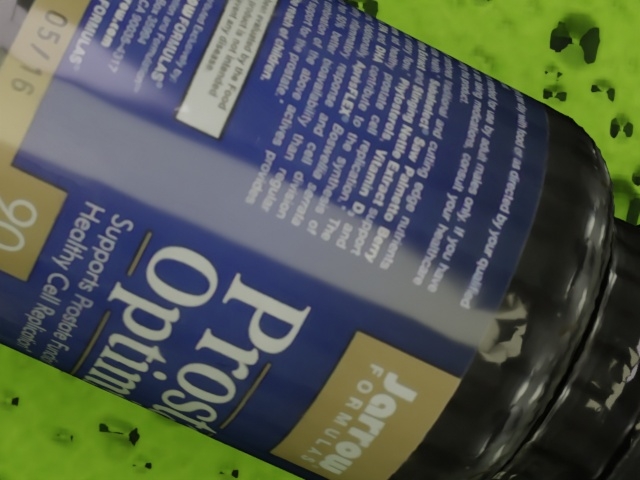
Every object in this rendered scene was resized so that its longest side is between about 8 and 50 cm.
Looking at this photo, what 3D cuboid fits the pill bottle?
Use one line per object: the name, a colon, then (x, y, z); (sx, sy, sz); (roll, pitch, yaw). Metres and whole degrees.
pill bottle: (0.000, 0.000, 0.398); (0.219, 0.123, 0.122); (26, 91, -9)
